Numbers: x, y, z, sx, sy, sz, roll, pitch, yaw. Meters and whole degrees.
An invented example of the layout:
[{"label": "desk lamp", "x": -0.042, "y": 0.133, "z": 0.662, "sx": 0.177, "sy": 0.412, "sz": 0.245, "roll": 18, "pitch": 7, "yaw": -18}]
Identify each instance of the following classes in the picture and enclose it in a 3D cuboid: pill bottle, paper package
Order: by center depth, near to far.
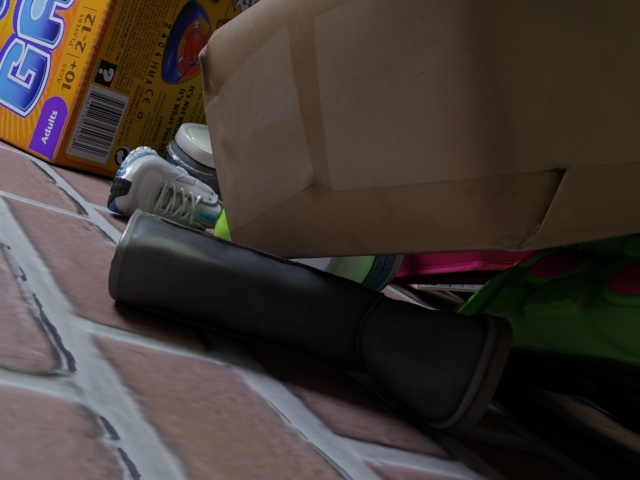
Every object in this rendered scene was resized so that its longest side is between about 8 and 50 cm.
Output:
[{"label": "paper package", "x": 0.128, "y": -0.089, "z": 0.598, "sx": 0.309, "sy": 0.168, "sz": 0.325, "roll": -9, "pitch": 1, "yaw": -25}, {"label": "pill bottle", "x": 0.000, "y": 0.000, "z": 0.831, "sx": 0.112, "sy": 0.112, "sz": 0.186, "roll": 22, "pitch": 5, "yaw": 15}]

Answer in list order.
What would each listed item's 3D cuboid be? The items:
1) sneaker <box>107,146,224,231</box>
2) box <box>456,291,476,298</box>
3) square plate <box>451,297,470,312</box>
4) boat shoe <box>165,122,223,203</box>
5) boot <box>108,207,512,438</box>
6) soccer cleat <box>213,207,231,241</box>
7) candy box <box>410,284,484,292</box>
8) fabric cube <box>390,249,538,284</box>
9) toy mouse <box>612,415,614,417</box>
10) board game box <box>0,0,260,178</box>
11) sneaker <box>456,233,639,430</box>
[{"label": "sneaker", "x": -0.145, "y": -0.043, "z": 1.003, "sx": 0.083, "sy": 0.071, "sz": 0.190, "roll": 27, "pitch": 7, "yaw": 16}, {"label": "box", "x": 0.278, "y": 0.082, "z": 1.508, "sx": 0.190, "sy": 0.045, "sz": 0.184, "roll": 19, "pitch": 7, "yaw": -22}, {"label": "square plate", "x": 0.366, "y": 0.082, "z": 1.086, "sx": 0.347, "sy": 0.049, "sz": 0.344, "roll": -4, "pitch": -11, "yaw": 36}, {"label": "boat shoe", "x": -0.110, "y": -0.088, "z": 1.368, "sx": 0.116, "sy": 0.099, "sz": 0.319, "roll": 41, "pitch": 17, "yaw": 23}, {"label": "boot", "x": -0.015, "y": 0.037, "z": 0.560, "sx": 0.208, "sy": 0.076, "sz": 0.189, "roll": 26, "pitch": -11, "yaw": -9}, {"label": "soccer cleat", "x": -0.059, "y": -0.018, "z": 1.024, "sx": 0.060, "sy": 0.072, "sz": 0.179, "roll": 21, "pitch": 5, "yaw": 13}, {"label": "candy box", "x": 0.266, "y": 0.025, "z": 1.265, "sx": 0.316, "sy": 0.088, "sz": 0.183, "roll": 3, "pitch": 1, "yaw": -3}, {"label": "fabric cube", "x": 0.173, "y": -0.088, "z": 0.996, "sx": 0.259, "sy": 0.258, "sz": 0.254, "roll": 2, "pitch": -7, "yaw": -32}, {"label": "toy mouse", "x": 0.254, "y": 0.104, "z": 0.830, "sx": 0.031, "sy": 0.161, "sz": 0.143, "roll": -2, "pitch": -17, "yaw": -35}, {"label": "board game box", "x": -0.293, "y": -0.289, "z": 1.413, "sx": 0.356, "sy": 0.357, "sz": 0.356, "roll": 24, "pitch": 5, "yaw": 36}, {"label": "sneaker", "x": 0.239, "y": 0.092, "z": 0.643, "sx": 0.202, "sy": 0.185, "sz": 0.483, "roll": 64, "pitch": -17, "yaw": -9}]
